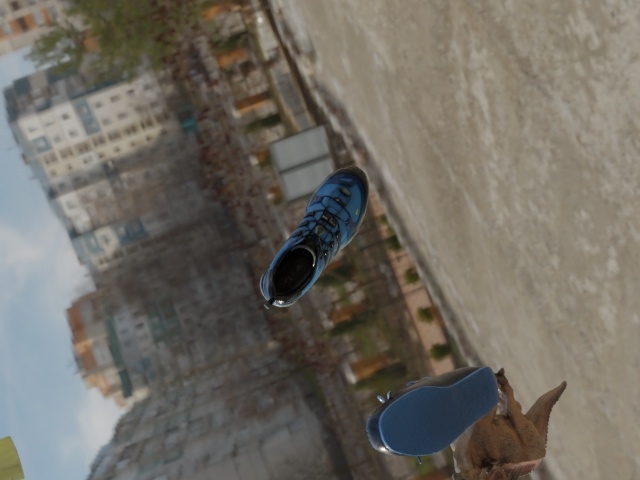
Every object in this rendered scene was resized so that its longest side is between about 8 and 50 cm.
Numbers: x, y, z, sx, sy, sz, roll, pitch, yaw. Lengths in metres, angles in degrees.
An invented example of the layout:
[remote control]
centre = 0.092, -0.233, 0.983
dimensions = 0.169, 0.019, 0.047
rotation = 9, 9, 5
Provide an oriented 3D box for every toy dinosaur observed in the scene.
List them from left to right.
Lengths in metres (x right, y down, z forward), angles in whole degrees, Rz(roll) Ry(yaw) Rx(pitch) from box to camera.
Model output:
[toy dinosaur]
centre = 0.272, 0.316, 1.491
dimensions = 0.200, 0.295, 0.127
rotation = 56, 144, 30

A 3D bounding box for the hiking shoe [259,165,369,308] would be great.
[hiking shoe]
centre = 0.000, 0.000, 1.833
dimensions = 0.113, 0.304, 0.132
rotation = 31, -178, -5

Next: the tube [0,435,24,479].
[tube]
centre = -0.494, 0.314, 1.238
dimensions = 0.062, 0.240, 0.070
rotation = 54, 152, 34

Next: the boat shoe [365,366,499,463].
[boat shoe]
centre = 0.145, 0.239, 1.356
dimensions = 0.089, 0.258, 0.109
rotation = -12, 85, 44
